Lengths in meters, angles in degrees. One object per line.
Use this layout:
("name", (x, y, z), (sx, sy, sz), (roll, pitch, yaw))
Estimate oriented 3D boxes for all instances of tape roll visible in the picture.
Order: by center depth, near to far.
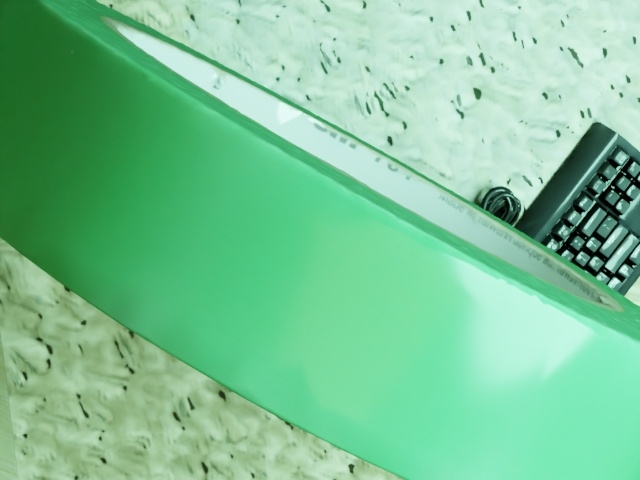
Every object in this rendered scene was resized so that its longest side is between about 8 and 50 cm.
("tape roll", (0.000, 0.000, 0.649), (0.321, 0.321, 0.077), (26, 97, -22))

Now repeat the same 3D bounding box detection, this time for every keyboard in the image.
("keyboard", (0.113, 0.023, 0.854), (0.108, 0.023, 0.180), (36, 93, -23))

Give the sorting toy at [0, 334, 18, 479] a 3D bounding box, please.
("sorting toy", (-0.246, 0.038, 0.609), (0.089, 0.255, 0.257), (-41, 130, 19))
